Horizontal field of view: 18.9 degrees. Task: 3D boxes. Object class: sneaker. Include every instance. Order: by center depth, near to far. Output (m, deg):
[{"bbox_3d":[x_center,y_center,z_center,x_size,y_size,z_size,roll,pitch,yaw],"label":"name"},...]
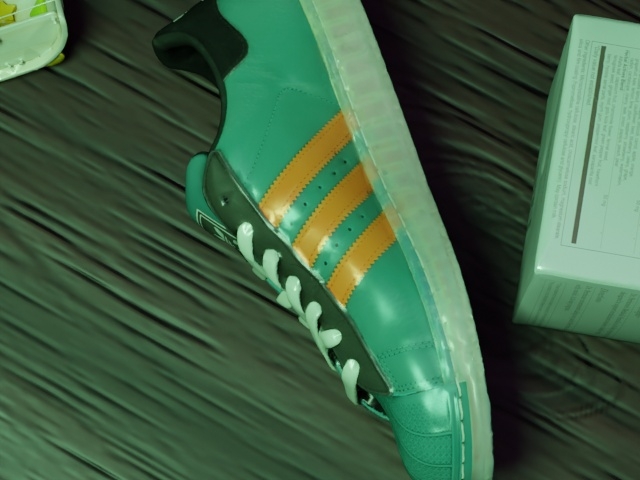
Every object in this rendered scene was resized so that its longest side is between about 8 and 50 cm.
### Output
[{"bbox_3d":[0.000,0.000,0.997,0.121,0.108,0.302,-18,70,-3],"label":"sneaker"}]

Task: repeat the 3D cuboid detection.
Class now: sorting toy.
[{"bbox_3d":[-0.177,-0.130,1.058,0.083,0.045,0.075,-17,64,8],"label":"sorting toy"}]

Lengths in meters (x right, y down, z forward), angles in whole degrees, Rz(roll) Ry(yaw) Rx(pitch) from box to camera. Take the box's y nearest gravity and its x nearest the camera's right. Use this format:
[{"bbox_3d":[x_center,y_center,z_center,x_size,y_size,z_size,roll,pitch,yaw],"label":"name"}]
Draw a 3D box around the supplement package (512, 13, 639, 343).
[{"bbox_3d":[0.232,-0.012,0.976,0.244,0.134,0.139,10,77,3],"label":"supplement package"}]
